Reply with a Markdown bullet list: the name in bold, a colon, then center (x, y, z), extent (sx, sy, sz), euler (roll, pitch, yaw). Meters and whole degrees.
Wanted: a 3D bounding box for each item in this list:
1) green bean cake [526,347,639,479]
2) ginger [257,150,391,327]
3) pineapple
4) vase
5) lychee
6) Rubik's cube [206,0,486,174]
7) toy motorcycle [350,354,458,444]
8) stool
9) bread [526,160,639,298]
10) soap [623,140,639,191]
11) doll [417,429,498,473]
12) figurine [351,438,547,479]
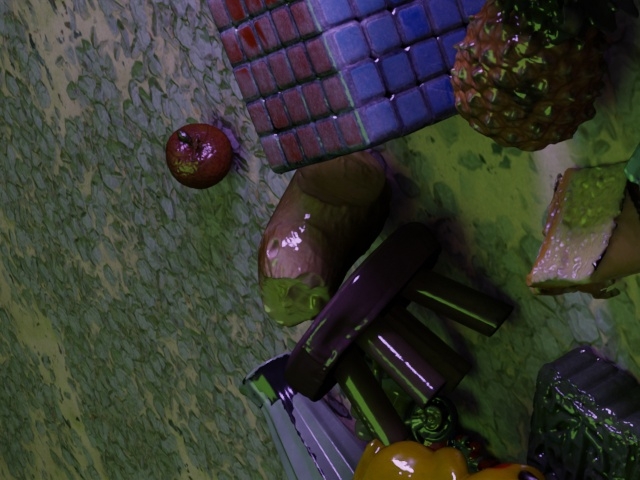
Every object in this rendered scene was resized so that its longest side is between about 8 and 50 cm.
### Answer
- **green bean cake**: center (0.332, 0.241, 1.886), extent (0.183, 0.094, 0.185), euler (37, 136, 42)
- **ginger**: center (0.000, 0.000, 2.079), extent (0.130, 0.275, 0.221), euler (23, 115, 18)
- **pineapple**: center (0.229, -0.231, 1.579), extent (0.169, 0.169, 0.340), euler (52, 157, 23)
- **vase**: center (0.009, 0.348, 2.442), extent (0.360, 0.165, 0.165), euler (57, 150, 22)
- **lychee**: center (-0.181, -0.132, 2.429), extent (0.114, 0.101, 0.140), euler (61, 153, 27)
- **Rubik's cube**: center (0.046, -0.234, 1.842), extent (0.238, 0.237, 0.237), euler (-7, 107, 59)
- **toy motorcycle**: center (0.094, 0.208, 2.203), extent (0.152, 0.073, 0.225), euler (-43, 58, 21)
- **stool**: center (0.099, 0.127, 2.032), extent (0.178, 0.272, 0.272), euler (41, 146, 10)
- **bread**: center (0.296, -0.011, 1.744), extent (0.147, 0.127, 0.152), euler (-17, 80, 61)
- **soap**: center (0.384, -0.097, 1.560), extent (0.115, 0.063, 0.198), euler (55, 150, 22)
- **doll**: center (0.165, 0.279, 2.219), extent (0.194, 0.062, 0.104), euler (31, 148, 36)
- **figurine**: center (0.178, 0.337, 1.895), extent (0.326, 0.169, 0.218), euler (1, 149, 40)
